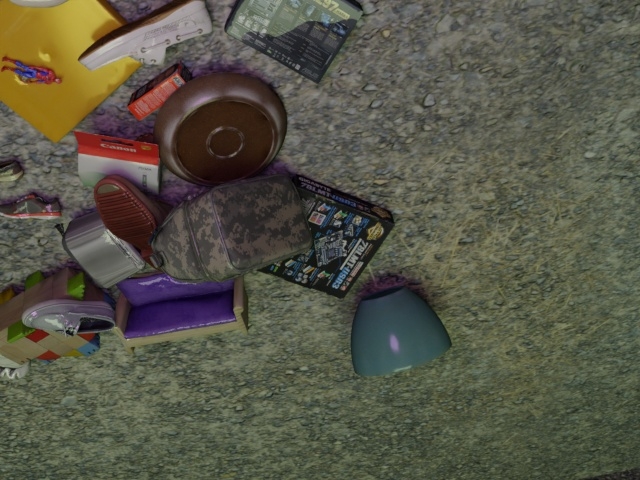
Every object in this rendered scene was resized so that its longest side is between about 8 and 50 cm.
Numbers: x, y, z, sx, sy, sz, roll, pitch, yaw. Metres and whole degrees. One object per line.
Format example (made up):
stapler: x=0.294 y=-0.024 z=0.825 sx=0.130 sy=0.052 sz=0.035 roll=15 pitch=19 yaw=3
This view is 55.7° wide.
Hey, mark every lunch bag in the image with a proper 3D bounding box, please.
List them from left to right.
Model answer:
lunch bag: x=-0.215 y=-0.017 z=1.423 sx=0.256 sy=0.305 sz=0.213 roll=-21 pitch=90 yaw=40

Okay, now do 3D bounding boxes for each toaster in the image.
toaster: x=-0.539 y=0.006 z=1.534 sx=0.146 sy=0.129 sz=0.227 roll=-22 pitch=125 yaw=11

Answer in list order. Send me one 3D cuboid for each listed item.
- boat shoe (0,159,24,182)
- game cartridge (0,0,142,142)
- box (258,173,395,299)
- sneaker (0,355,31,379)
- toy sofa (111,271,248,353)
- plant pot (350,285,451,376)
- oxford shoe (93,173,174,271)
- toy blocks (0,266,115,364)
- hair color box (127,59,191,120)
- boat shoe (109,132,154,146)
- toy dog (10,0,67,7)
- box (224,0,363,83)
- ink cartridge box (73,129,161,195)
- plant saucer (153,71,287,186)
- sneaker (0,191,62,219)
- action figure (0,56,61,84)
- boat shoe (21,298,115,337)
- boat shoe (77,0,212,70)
boat shoe: x=-0.783 y=-0.163 z=1.426 sx=0.152 sy=0.056 sz=0.049 roll=-10 pitch=125 yaw=-10
game cartridge: x=-0.563 y=-0.397 z=1.265 sx=0.323 sy=0.053 sz=0.285 roll=-35 pitch=124 yaw=17
box: x=0.000 y=0.000 z=1.621 sx=0.293 sy=0.073 sz=0.295 roll=19 pitch=124 yaw=-20
sneaker: x=-0.999 y=0.322 z=1.766 sx=0.292 sy=0.110 sz=0.118 roll=9 pitch=120 yaw=-23
toy sofa: x=-0.386 y=0.180 z=1.676 sx=0.362 sy=0.150 sz=0.177 roll=-9 pitch=130 yaw=2
plant pot: x=0.206 y=0.243 z=1.739 sx=0.290 sy=0.290 sz=0.195 roll=-18 pitch=92 yaw=8
oxford shoe: x=-0.425 y=-0.057 z=1.473 sx=0.123 sy=0.130 sz=0.348 roll=-5 pitch=143 yaw=15
toy blocks: x=-0.728 y=0.239 z=1.688 sx=0.381 sy=0.191 sz=0.261 roll=-29 pitch=138 yaw=8
hair color box: x=-0.351 y=-0.328 z=1.323 sx=0.141 sy=0.072 sz=0.043 roll=-29 pitch=126 yaw=15
boat shoe: x=-0.404 y=-0.221 z=1.416 sx=0.178 sy=0.064 sz=0.060 roll=1 pitch=93 yaw=-12
toy dog: x=-0.509 y=-0.604 z=0.954 sx=0.408 sy=0.284 sz=0.395 roll=-40 pitch=119 yaw=20
box: x=-0.056 y=-0.461 z=1.254 sx=0.232 sy=0.059 sz=0.183 roll=23 pitch=123 yaw=-21
ink cartridge box: x=-0.457 y=-0.169 z=1.376 sx=0.181 sy=0.056 sz=0.224 roll=8 pitch=167 yaw=-11
plant saucer: x=-0.220 y=-0.233 z=1.378 sx=0.310 sy=0.050 sz=0.311 roll=-12 pitch=137 yaw=-12
sneaker: x=-0.722 y=-0.089 z=1.498 sx=0.158 sy=0.061 sz=0.065 roll=2 pitch=101 yaw=-8
action figure: x=-0.596 y=-0.345 z=1.251 sx=0.115 sy=0.030 sz=0.038 roll=12 pitch=120 yaw=-18
boat shoe: x=-0.628 y=0.201 z=1.533 sx=0.227 sy=0.081 sz=0.079 roll=2 pitch=126 yaw=-42
boat shoe: x=-0.342 y=-0.394 z=1.213 sx=0.277 sy=0.098 sz=0.096 roll=-28 pitch=125 yaw=-7
